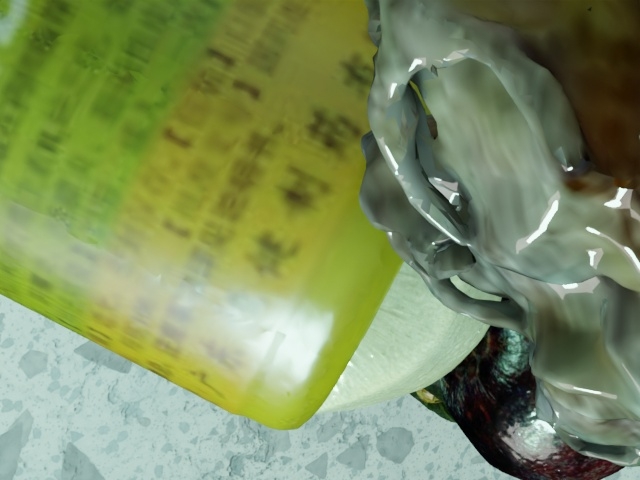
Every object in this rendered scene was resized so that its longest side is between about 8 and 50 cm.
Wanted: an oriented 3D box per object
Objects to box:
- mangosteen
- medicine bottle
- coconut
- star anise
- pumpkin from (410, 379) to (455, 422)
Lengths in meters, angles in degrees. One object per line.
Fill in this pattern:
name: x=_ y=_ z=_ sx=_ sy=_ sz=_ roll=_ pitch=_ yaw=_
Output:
mangosteen: x=0.212 y=0.102 z=0.978 sx=0.216 sy=0.216 sz=0.216 roll=27 pitch=177 yaw=2
medicine bottle: x=-0.130 y=-0.088 z=0.568 sx=0.384 sy=0.224 sz=0.224 roll=28 pitch=177 yaw=1
coconut: x=0.000 y=0.000 z=0.799 sx=0.237 sy=0.237 sz=0.266 roll=26 pitch=-174 yaw=19
star anise: x=0.140 y=0.009 z=0.346 sx=0.332 sy=0.117 sz=0.331 roll=30 pitch=159 yaw=13
pumpkin: x=0.178 y=0.104 z=1.390 sx=0.300 sy=0.207 sz=0.300 roll=37 pitch=168 yaw=9
